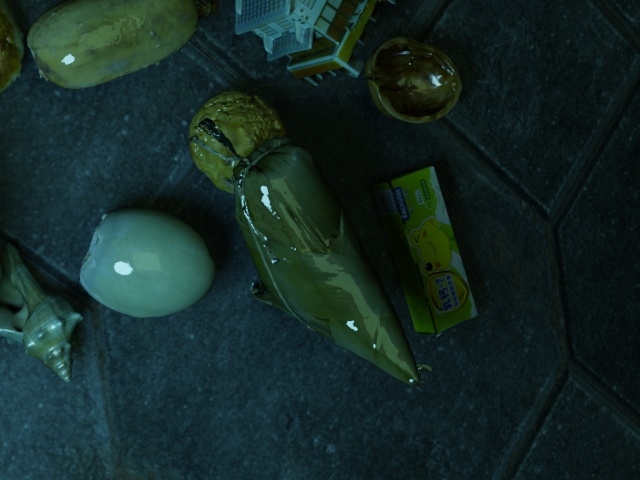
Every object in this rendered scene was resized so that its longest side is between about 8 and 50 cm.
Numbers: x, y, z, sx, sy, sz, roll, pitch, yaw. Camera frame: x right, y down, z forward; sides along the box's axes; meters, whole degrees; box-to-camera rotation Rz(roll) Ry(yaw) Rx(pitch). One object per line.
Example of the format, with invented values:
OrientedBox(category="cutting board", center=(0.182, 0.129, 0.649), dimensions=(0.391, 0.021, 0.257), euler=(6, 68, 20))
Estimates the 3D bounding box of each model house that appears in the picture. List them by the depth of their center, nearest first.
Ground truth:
OrientedBox(category="model house", center=(-0.019, -0.414, 1.743), dimensions=(0.215, 0.224, 0.198), euler=(33, 77, -26))

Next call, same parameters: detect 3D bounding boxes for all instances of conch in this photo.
OrientedBox(category="conch", center=(-0.471, 0.133, 1.579), dimensions=(0.234, 0.114, 0.137), euler=(37, 58, 16))

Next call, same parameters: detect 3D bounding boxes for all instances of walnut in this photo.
OrientedBox(category="walnut", center=(0.166, -0.302, 1.899), dimensions=(0.211, 0.087, 0.167), euler=(6, 80, -28))

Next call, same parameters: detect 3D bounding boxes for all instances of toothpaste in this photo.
OrientedBox(category="toothpaste", center=(0.204, 0.018, 1.919), dimensions=(0.110, 0.077, 0.327), euler=(-22, 99, -27))

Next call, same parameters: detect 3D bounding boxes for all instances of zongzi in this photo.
OrientedBox(category="zongzi", center=(0.000, 0.000, 1.579), dimensions=(0.181, 0.418, 0.447), euler=(-36, 137, -18))

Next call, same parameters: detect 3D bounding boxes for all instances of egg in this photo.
OrientedBox(category="egg", center=(-0.281, 0.042, 1.621), dimensions=(0.217, 0.183, 0.183), euler=(21, 80, -15))

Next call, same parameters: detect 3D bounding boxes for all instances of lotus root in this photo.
OrientedBox(category="lotus root", center=(-0.320, -0.357, 1.616), dimensions=(0.343, 0.169, 0.151), euler=(-30, 109, -22))

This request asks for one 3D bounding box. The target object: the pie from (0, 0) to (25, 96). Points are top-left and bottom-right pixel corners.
OrientedBox(category="pie", center=(-0.620, -0.335, 1.518), dimensions=(0.315, 0.092, 0.315), euler=(0, 91, -26))

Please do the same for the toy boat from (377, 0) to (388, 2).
OrientedBox(category="toy boat", center=(0.184, -0.553, 1.910), dimensions=(0.310, 0.089, 0.115), euler=(-26, 109, -24))

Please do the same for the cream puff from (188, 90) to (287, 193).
OrientedBox(category="cream puff", center=(-0.143, -0.173, 1.725), dimensions=(0.189, 0.129, 0.189), euler=(2, 86, -24))
